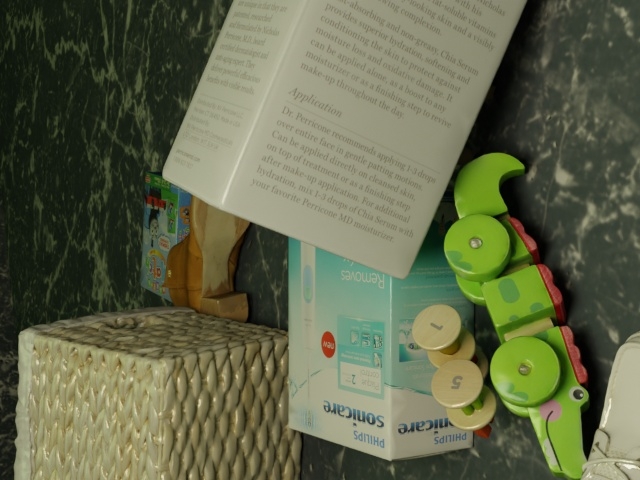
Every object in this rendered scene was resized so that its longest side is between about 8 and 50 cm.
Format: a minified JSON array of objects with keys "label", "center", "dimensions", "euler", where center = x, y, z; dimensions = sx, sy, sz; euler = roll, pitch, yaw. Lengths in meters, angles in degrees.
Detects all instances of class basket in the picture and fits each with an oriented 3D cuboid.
[{"label":"basket","center":[-0.215,0.278,1.546],"dimensions":[0.266,0.328,0.331],"euler":[7,97,35]}]

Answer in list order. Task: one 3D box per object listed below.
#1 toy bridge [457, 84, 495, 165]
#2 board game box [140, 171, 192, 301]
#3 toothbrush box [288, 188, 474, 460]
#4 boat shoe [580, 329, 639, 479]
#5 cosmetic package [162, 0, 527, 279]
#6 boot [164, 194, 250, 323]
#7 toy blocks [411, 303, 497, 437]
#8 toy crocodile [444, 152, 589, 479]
[{"label":"toy bridge","center":[0.166,-0.174,1.227],"dimensions":[0.063,0.026,0.188],"euler":[52,134,50]},{"label":"board game box","center":[-0.269,-0.008,1.975],"dimensions":[0.160,0.039,0.211],"euler":[17,106,58]},{"label":"toothbrush box","center":[0.066,0.087,1.305],"dimensions":[0.216,0.126,0.295],"euler":[5,96,57]},{"label":"boat shoe","center":[0.274,0.218,0.980],"dimensions":[0.098,0.096,0.277],"euler":[2,93,60]},{"label":"cosmetic package","center":[0.049,-0.218,1.098],"dimensions":[0.161,0.230,0.453],"euler":[28,95,58]},{"label":"boot","center":[-0.193,0.003,1.780],"dimensions":[0.211,0.104,0.295],"euler":[2,96,60]},{"label":"toy blocks","center":[0.152,0.150,1.156],"dimensions":[0.054,0.148,0.123],"euler":[-25,51,10]},{"label":"toy crocodile","center":[0.202,0.074,1.107],"dimensions":[0.115,0.105,0.340],"euler":[54,-163,-64]}]
